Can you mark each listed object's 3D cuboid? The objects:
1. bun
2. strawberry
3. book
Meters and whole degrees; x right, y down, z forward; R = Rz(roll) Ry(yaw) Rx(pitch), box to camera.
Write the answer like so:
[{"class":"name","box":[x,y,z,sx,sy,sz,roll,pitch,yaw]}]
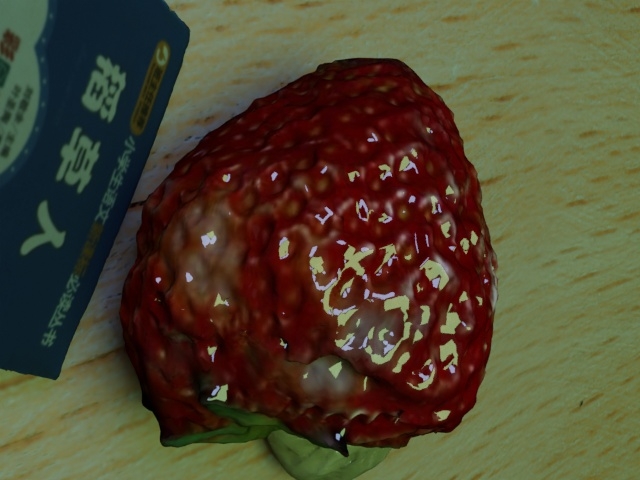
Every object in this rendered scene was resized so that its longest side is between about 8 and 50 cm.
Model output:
[{"class":"bun","box":[0.034,0.154,0.839,0.183,0.102,0.183,-11,107,-41]},{"class":"strawberry","box":[-0.006,0.009,0.662,0.291,0.291,0.310,-6,98,-40]},{"class":"book","box":[-0.226,-0.092,0.486,0.428,0.039,0.300,41,66,-66]}]
